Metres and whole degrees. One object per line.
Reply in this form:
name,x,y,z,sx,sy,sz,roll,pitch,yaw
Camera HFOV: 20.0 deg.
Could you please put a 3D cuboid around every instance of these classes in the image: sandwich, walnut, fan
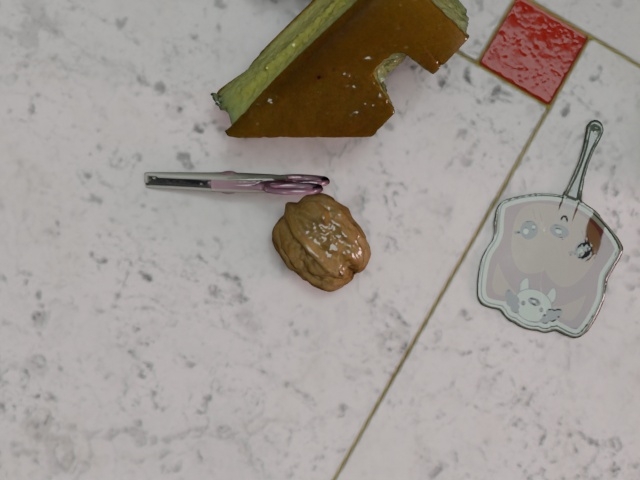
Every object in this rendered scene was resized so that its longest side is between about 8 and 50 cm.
sandwich,0.022,-0.166,1.701,0.236,0.122,0.128,-42,107,13
walnut,0.000,0.000,1.713,0.079,0.082,0.096,-43,88,19
fan,0.236,-0.016,1.772,0.132,0.009,0.220,21,82,-3

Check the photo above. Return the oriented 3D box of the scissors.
scissors,-0.081,-0.055,1.723,0.176,0.085,0.022,2,103,8
